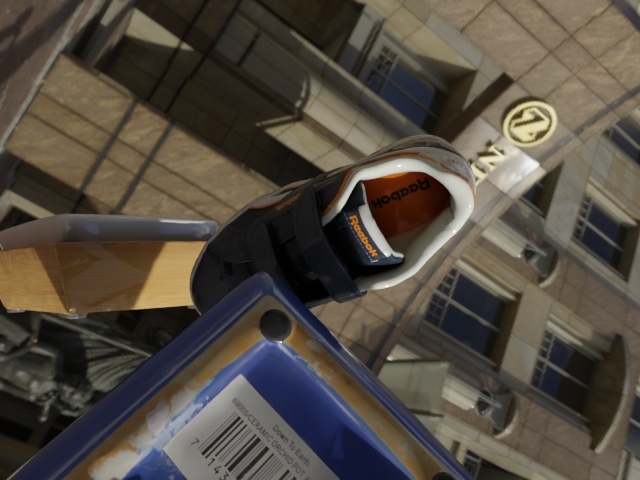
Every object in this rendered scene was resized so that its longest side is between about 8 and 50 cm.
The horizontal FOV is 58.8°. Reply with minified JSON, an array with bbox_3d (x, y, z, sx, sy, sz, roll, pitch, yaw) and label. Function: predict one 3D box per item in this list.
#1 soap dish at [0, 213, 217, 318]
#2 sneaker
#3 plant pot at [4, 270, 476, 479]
[{"bbox_3d":[-0.291,0.035,0.765,0.291,0.229,0.118,-4,-93,46],"label":"soap dish"},{"bbox_3d":[0.000,0.000,0.557,0.321,0.126,0.127,-31,-164,9],"label":"sneaker"},{"bbox_3d":[-0.052,0.172,0.367,0.236,0.236,0.212,-41,171,-29],"label":"plant pot"}]
